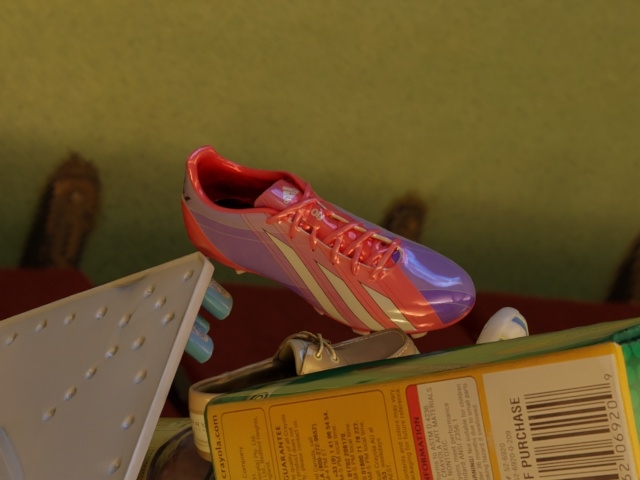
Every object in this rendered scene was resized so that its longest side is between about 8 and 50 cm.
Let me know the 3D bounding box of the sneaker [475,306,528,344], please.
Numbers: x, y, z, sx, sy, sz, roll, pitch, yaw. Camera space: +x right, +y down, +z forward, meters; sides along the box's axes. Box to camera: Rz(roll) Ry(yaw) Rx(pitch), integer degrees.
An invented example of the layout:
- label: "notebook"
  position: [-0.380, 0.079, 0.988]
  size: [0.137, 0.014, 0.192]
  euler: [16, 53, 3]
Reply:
- label: "sneaker"
  position: [0.205, 0.182, 1.567]
  size: [0.091, 0.126, 0.240]
  euler: [-39, 138, -52]

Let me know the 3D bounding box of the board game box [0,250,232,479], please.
- label: "board game box"
  position: [-0.262, 0.215, 1.264]
  size: [0.050, 0.390, 0.390]
  euler: [44, 45, -31]

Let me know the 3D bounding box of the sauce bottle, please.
- label: "sauce bottle"
  position: [-0.081, 0.186, 1.206]
  size: [0.111, 0.344, 0.111]
  euler: [2, 84, -22]

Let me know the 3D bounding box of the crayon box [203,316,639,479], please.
- label: "crayon box"
  position: [0.069, 0.169, 0.493]
  size: [0.081, 0.165, 0.278]
  euler: [-7, 86, -47]

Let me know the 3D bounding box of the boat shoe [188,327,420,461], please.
- label: "boat shoe"
  position: [-0.008, 0.074, 0.877]
  size: [0.135, 0.050, 0.045]
  euler: [-24, 114, -20]

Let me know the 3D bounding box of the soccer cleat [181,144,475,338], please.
- label: "soccer cleat"
  position: [0.000, 0.000, 1.229]
  size: [0.083, 0.248, 0.095]
  euler: [-51, 148, -34]
